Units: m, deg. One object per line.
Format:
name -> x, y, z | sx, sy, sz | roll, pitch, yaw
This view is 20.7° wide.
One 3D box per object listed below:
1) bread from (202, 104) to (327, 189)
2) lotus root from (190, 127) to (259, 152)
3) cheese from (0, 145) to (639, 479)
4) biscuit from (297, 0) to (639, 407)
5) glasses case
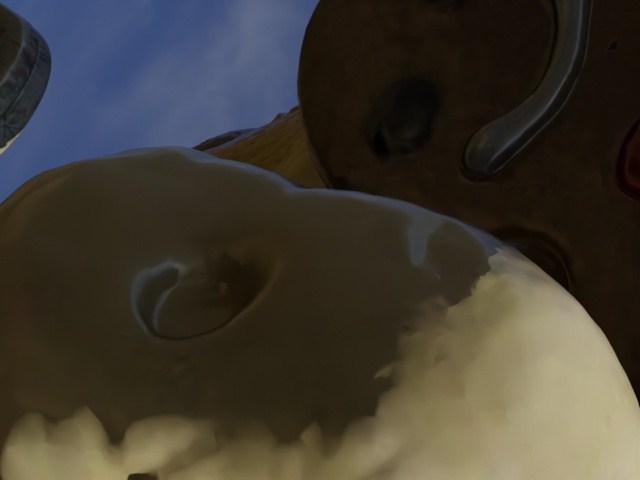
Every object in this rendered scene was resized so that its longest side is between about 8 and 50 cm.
bread -> -0.001, 0.053, 0.926 | 0.394, 0.361, 0.250 | -20, -90, 43
lotus root -> 0.000, 0.000, 1.305 | 0.274, 0.152, 0.160 | 8, -93, 18
cheese -> -0.023, 0.078, 0.501 | 0.235, 0.218, 0.117 | -47, -176, 38
biscuit -> 0.174, -0.027, 0.604 | 0.432, 0.064, 0.283 | 20, -103, 26
glasses case -> -0.387, -0.189, 1.587 | 0.156, 0.098, 0.425 | -50, -134, -6
